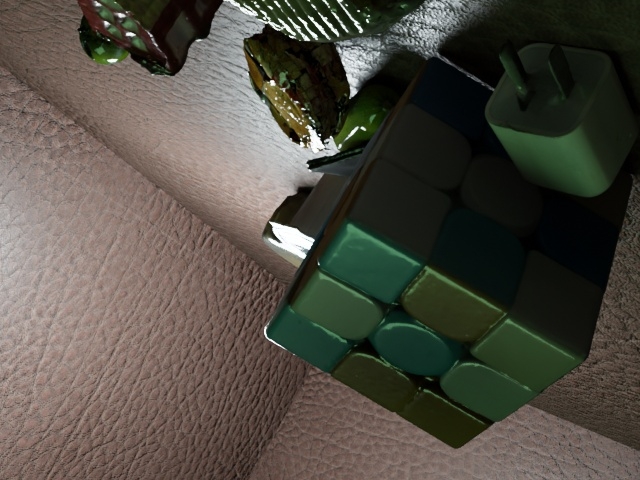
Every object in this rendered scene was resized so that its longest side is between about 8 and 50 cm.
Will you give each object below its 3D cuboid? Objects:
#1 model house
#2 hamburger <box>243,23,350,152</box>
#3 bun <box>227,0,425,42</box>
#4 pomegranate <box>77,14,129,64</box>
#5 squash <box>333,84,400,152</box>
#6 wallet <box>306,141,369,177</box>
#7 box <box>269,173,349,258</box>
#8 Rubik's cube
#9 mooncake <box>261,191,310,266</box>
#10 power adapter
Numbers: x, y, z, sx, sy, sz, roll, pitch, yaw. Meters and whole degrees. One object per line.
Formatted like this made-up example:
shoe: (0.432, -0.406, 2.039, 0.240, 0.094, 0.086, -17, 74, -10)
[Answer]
model house: (-0.246, -0.381, 1.243, 0.160, 0.196, 0.254, 29, 168, 16)
hamburger: (-0.034, -0.243, 1.414, 0.231, 0.107, 0.231, 47, 165, 17)
bun: (-0.019, -0.330, 0.895, 0.281, 0.205, 0.281, 15, 164, 4)
pomegranate: (-0.391, -0.397, 1.756, 0.161, 0.122, 0.122, 6, 180, -27)
squash: (0.083, -0.201, 1.459, 0.095, 0.095, 0.188, 32, 165, -9)
wallet: (0.104, -0.140, 1.492, 0.244, 0.025, 0.124, -14, 168, 38)
box: (0.063, -0.035, 1.904, 0.262, 0.206, 0.291, 30, 169, 10)
Rubik's cube: (0.177, 0.025, 1.281, 0.346, 0.347, 0.344, 30, 143, -4)
mooncake: (0.000, 0.000, 2.316, 0.290, 0.161, 0.290, 30, 170, 6)
power adapter: (0.273, -0.160, 1.060, 0.130, 0.125, 0.205, 22, 164, 40)
